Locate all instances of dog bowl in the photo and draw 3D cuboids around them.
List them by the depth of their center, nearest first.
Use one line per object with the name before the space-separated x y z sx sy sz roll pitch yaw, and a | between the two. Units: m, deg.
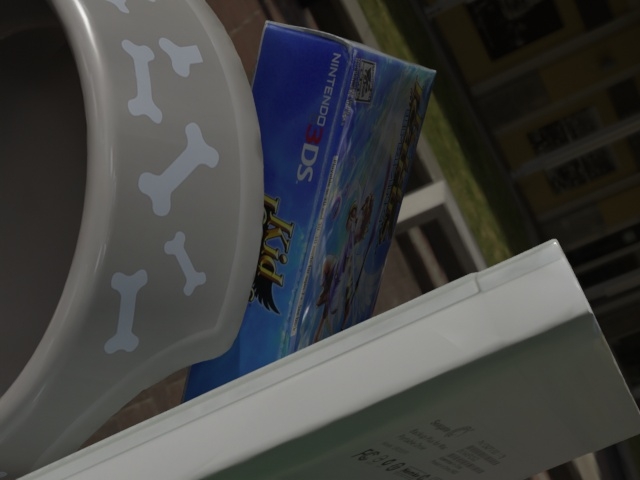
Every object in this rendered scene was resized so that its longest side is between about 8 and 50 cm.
dog bowl | -0.203 -0.019 0.537 0.102 0.348 0.349 14 54 -59

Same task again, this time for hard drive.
hard drive | -0.016 0.110 0.414 0.203 0.307 0.040 42 26 -59

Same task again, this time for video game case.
video game case | 0.000 0.000 0.646 0.244 0.061 0.270 -23 128 -72
